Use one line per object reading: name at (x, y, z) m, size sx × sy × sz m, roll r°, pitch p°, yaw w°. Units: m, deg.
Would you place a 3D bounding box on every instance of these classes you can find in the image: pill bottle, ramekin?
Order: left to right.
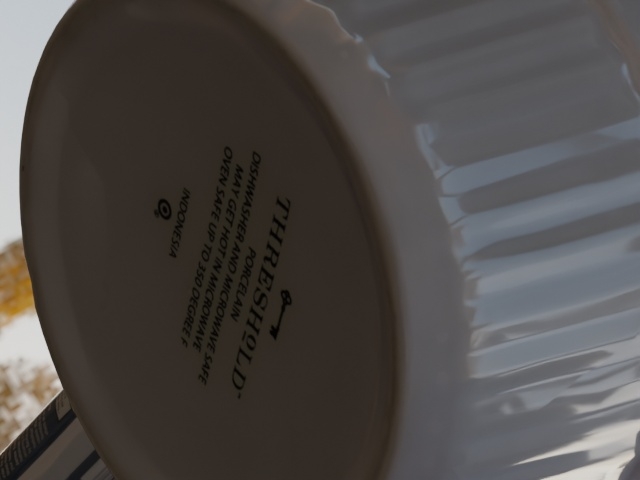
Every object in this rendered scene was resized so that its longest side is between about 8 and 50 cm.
pill bottle at (-0.158, 0.165, 1.011) m, size 0.108 × 0.180 × 0.108 m, roll 41°, pitch 16°, yaw -15°
ramekin at (0.000, 0.000, 0.575) m, size 0.273 × 0.127 × 0.273 m, roll 20°, pitch -63°, yaw 45°
